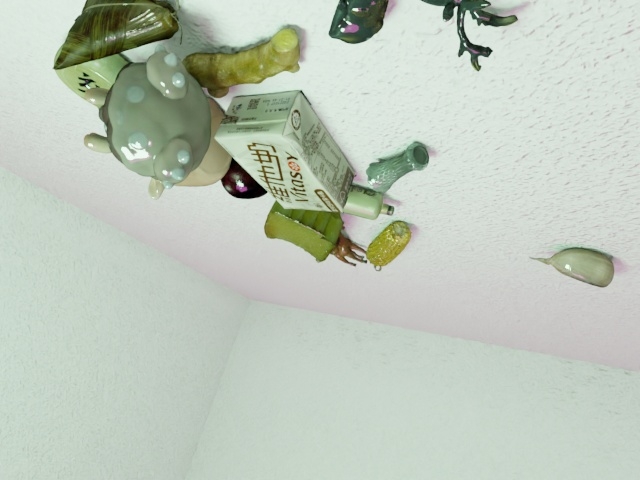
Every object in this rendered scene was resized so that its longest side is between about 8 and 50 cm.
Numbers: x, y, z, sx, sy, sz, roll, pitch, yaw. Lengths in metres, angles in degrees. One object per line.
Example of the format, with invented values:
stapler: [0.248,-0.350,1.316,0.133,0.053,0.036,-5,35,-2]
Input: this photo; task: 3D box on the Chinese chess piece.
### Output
Chinese chess piece: [-0.516,-0.379,1.016,0.188,0.083,0.188,18,162,6]

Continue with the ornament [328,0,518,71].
ornament: [0.140,-0.312,0.612,0.236,0.080,0.202,20,162,-6]

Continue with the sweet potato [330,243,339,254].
sweet potato: [0.000,0.000,1.577,0.214,0.050,0.050,34,177,46]

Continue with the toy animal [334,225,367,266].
toy animal: [0.093,0.016,1.598,0.230,0.066,0.224,33,158,-18]

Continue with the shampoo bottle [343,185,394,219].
shampoo bottle: [0.126,-0.101,1.215,0.162,0.079,0.079,15,161,7]

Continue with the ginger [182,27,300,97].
ginger: [-0.152,-0.336,0.835,0.299,0.065,0.118,3,169,39]

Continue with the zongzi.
zongzi: [-0.355,-0.358,0.772,0.187,0.184,0.084,13,156,15]

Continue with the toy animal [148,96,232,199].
toy animal: [-0.351,-0.233,1.113,0.256,0.195,0.213,6,131,40]

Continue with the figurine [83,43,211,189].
figurine: [-0.356,-0.235,0.891,0.203,0.248,0.380,-5,-169,-41]

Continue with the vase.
vase: [0.179,-0.168,0.996,0.081,0.081,0.149,26,157,-24]

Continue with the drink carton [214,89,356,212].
drink carton: [-0.070,-0.197,1.054,0.194,0.132,0.324,5,156,31]

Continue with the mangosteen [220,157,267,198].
mangosteen: [-0.202,-0.188,1.206,0.152,0.152,0.152,16,161,6]

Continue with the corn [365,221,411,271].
corn: [0.219,0.018,1.438,0.106,0.106,0.293,18,160,-1]

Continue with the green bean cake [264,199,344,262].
green bean cake: [-0.054,-0.047,1.414,0.236,0.124,0.233,26,157,-2]

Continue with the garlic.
garlic: [0.696,0.072,1.189,0.198,0.090,0.128,13,173,1]
